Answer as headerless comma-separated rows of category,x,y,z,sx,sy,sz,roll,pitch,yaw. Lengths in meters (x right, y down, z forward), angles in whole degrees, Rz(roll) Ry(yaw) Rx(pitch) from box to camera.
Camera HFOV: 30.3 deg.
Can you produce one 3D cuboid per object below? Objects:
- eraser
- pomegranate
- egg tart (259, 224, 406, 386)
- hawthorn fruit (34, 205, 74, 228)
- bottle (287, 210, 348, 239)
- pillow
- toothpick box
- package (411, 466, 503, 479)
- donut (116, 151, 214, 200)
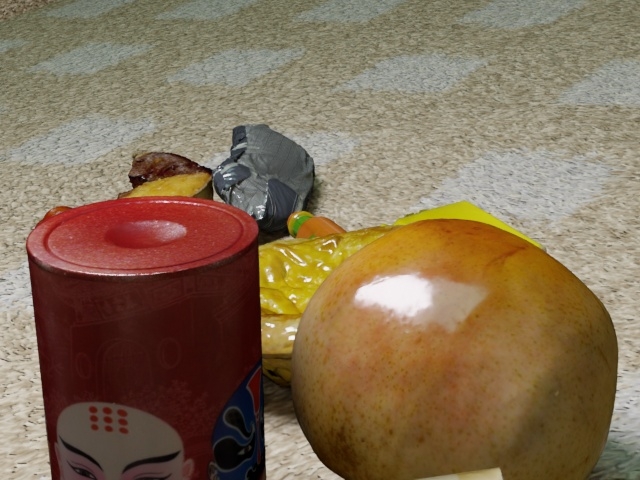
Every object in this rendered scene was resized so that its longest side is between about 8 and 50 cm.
eraser,0.185,0.021,1.591,0.158,0.069,0.226,-15,24,-18
pomegranate,0.118,0.141,1.107,0.319,0.319,0.319,-8,24,3
egg tart,0.011,0.085,1.437,0.341,0.129,0.341,-10,24,5
hawthorn fruit,-0.416,-0.011,1.871,0.093,0.093,0.093,-8,24,3
bottle,0.000,0.000,1.712,0.069,0.069,0.187,-17,23,-17
pillow,-0.090,-0.104,1.904,0.161,0.093,0.335,25,24,-7
toothpick box,-0.150,0.147,1.073,0.204,0.333,0.204,-2,21,1
package,0.004,0.310,0.897,0.311,0.221,0.165,-9,44,2
donut,-0.234,-0.059,1.878,0.151,0.112,0.295,-6,25,1
